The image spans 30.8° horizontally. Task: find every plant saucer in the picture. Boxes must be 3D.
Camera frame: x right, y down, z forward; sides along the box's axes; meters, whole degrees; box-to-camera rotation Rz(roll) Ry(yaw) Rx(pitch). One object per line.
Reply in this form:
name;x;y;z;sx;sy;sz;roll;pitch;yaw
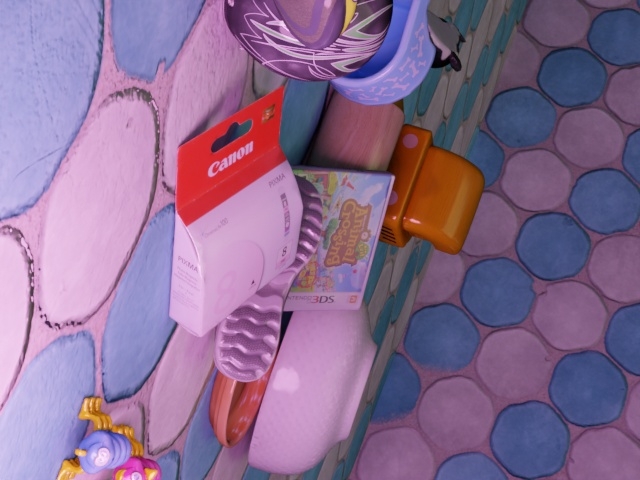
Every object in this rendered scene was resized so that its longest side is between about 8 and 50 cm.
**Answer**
plant saucer;-0.111;0.195;1.654;0.200;0.037;0.200;19;90;-78

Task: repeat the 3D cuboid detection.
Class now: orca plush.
orca plush;0.184;-0.367;2.134;0.151;0.102;0.287;55;20;-15

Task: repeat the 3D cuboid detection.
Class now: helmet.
helmet;-0.010;-0.243;1.194;0.161;0.169;0.169;-75;175;-52

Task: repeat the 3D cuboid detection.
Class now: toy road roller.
toy road roller;0.124;-0.096;1.791;0.329;0.240;0.203;62;47;-73

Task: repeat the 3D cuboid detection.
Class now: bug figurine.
bug figurine;-0.231;0.299;1.186;0.216;0.072;0.279;16;91;-78

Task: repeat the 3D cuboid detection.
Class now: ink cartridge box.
ink cartridge box;-0.088;-0.031;1.296;0.189;0.066;0.232;-38;151;-44

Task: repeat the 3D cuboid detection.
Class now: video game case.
video game case;0.000;0.000;1.622;0.193;0.023;0.212;1;111;-36

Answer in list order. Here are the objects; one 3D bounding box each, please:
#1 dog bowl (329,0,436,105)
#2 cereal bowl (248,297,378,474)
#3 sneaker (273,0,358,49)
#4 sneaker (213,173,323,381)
dog bowl;0.079;-0.323;1.487;0.074;0.166;0.297;2;106;-66
cereal bowl;0.002;0.222;1.857;0.339;0.141;0.339;18;90;-85
sneaker;-0.063;-0.265;0.990;0.121;0.111;0.300;-54;139;-19
sneaker;-0.084;0.044;1.488;0.281;0.105;0.115;-69;-165;-16
